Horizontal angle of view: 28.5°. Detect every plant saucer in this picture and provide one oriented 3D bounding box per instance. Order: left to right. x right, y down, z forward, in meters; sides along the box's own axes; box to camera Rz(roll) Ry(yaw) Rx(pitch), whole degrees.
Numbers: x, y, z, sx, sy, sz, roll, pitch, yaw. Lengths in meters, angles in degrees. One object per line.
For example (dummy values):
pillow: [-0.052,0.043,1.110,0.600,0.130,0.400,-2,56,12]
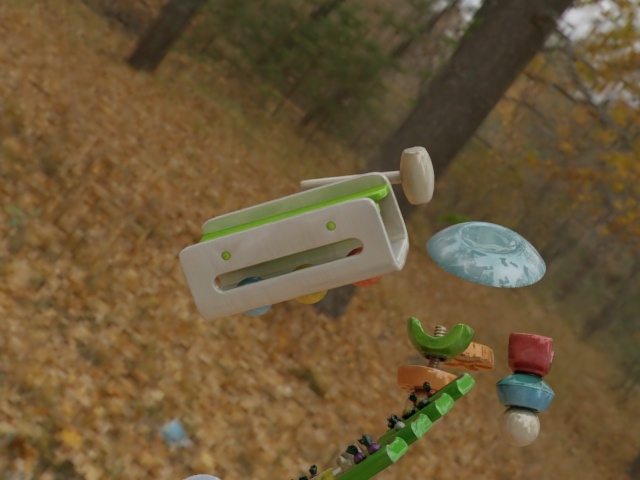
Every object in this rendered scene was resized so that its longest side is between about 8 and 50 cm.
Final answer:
plant saucer: [0.268,0.011,2.020,0.195,0.037,0.195,7,28,-4]

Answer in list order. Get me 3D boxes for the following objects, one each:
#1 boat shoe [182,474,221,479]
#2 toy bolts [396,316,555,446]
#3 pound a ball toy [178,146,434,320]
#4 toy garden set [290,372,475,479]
boat shoe: [-0.075,0.314,0.999,0.084,0.095,0.258,64,17,-49]
toy bolts: [0.240,0.226,1.895,0.228,0.158,0.218,6,-17,20]
pound a ball toy: [0.000,0.000,1.675,0.208,0.319,0.136,-63,135,-68]
toy garden set: [0.065,0.255,1.604,0.049,0.204,0.244,53,34,5]
